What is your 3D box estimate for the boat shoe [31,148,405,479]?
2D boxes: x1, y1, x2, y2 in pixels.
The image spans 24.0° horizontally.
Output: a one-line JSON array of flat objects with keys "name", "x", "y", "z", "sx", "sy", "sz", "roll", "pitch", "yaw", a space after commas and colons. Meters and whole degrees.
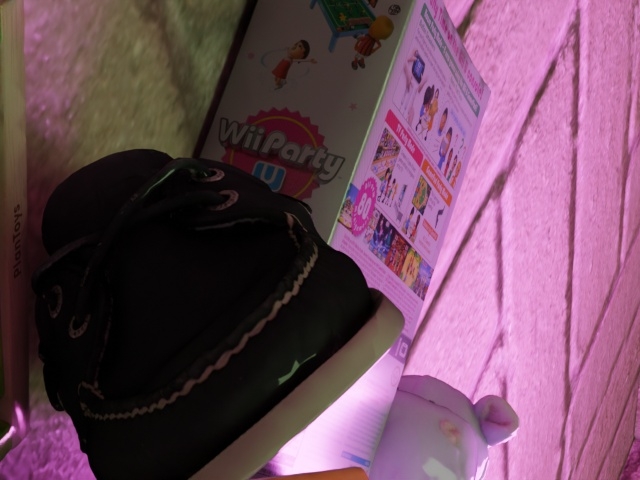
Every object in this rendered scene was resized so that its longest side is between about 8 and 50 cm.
[{"name": "boat shoe", "x": -0.061, "y": 0.018, "z": 0.586, "sx": 0.127, "sy": 0.113, "sz": 0.340, "roll": -38, "pitch": -173, "yaw": -2}]

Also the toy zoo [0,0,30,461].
[{"name": "toy zoo", "x": -0.172, "y": 0.059, "z": 0.439, "sx": 0.293, "sy": 0.030, "sz": 0.192, "roll": -52, "pitch": 153, "yaw": -54}]

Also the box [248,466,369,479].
[{"name": "box", "x": -0.055, "y": 0.240, "z": 0.693, "sx": 0.215, "sy": 0.168, "sz": 0.345, "roll": 62, "pitch": 15, "yaw": 14}]

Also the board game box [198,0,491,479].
[{"name": "board game box", "x": 0.000, "y": 0.000, "z": 0.920, "sx": 0.224, "sy": 0.098, "sz": 0.303, "roll": 43, "pitch": 65, "yaw": -69}]

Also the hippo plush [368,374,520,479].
[{"name": "hippo plush", "x": 0.080, "y": 0.223, "z": 1.090, "sx": 0.294, "sy": 0.234, "sz": 0.236, "roll": 16, "pitch": 90, "yaw": -69}]
